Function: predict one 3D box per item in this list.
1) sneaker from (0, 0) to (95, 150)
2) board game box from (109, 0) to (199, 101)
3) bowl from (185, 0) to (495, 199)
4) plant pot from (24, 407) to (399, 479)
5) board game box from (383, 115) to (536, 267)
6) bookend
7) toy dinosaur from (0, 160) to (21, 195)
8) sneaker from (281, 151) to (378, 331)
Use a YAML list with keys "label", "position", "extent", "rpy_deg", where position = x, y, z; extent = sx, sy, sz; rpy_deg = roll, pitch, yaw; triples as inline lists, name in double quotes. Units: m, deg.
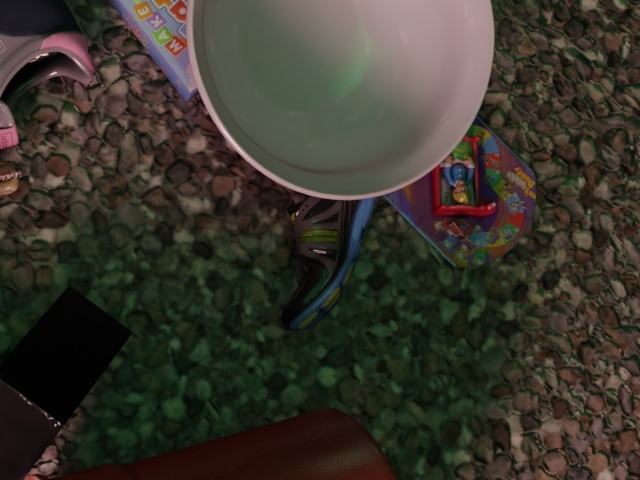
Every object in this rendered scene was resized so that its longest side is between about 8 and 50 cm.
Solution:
- label: "sneaker"
  position: [-0.341, -0.112, 1.204]
  extent: [0.319, 0.112, 0.131]
  rpy_deg: [-41, 88, -16]
- label: "board game box"
  position: [-0.094, -0.259, 1.327]
  extent: [0.211, 0.039, 0.160]
  rpy_deg: [-38, 91, -16]
- label: "bowl"
  position: [0.000, -0.187, 1.256]
  extent: [0.298, 0.134, 0.297]
  rpy_deg: [-1, 93, -23]
- label: "plant pot"
  position: [-0.072, 0.274, 1.131]
  extent: [0.265, 0.272, 0.272]
  rpy_deg: [-19, 84, -24]
- label: "board game box"
  position: [0.141, -0.060, 1.348]
  extent: [0.168, 0.033, 0.133]
  rpy_deg: [45, 74, -2]
- label: "bookend"
  position: [-0.256, 0.145, 1.186]
  extent: [0.072, 0.156, 0.157]
  rpy_deg: [37, 30, -4]
- label: "toy dinosaur"
  position: [-0.382, 0.013, 1.202]
  extent: [0.268, 0.064, 0.118]
  rpy_deg: [-18, 81, -11]
- label: "sneaker"
  position: [0.000, 0.000, 1.294]
  extent: [0.078, 0.067, 0.188]
  rpy_deg: [18, 73, 4]
